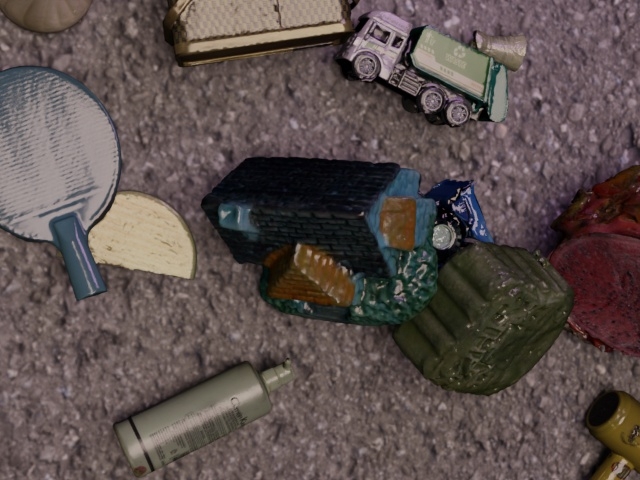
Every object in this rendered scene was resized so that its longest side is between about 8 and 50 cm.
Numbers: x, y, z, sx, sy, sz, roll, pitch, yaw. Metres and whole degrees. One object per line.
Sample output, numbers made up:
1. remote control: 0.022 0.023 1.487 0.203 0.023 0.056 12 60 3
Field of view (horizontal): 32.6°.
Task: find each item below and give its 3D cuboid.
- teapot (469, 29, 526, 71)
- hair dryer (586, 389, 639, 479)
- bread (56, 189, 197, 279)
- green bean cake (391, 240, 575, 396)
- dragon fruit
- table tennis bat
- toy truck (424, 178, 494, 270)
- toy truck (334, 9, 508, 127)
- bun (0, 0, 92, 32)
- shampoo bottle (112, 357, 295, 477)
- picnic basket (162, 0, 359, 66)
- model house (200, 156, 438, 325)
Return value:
1. teapot: 0.263 -0.285 1.648 0.083 0.057 0.067 11 126 -10
2. hair dryer: 0.435 0.378 1.721 0.135 0.090 0.278 38 89 -15
3. bread: -0.262 -0.014 1.527 0.193 0.036 0.112 10 88 -11
4. green bean cake: 0.244 0.112 1.569 0.227 0.125 0.222 14 117 -48
5. dragon fruit: 0.527 0.011 1.637 0.263 0.314 0.296 -49 129 -33
6. table tennis bat: -0.364 -0.078 1.473 0.215 0.044 0.329 -21 89 -11
7. toy truck: 0.167 0.010 1.605 0.126 0.113 0.208 39 84 -14
8. toy truck: 0.153 -0.241 1.583 0.253 0.114 0.124 27 91 -12
9. bun: -0.368 -0.346 1.449 0.138 0.094 0.138 0 91 -12
10. shampoo bottle: -0.157 0.240 1.545 0.262 0.085 0.085 -25 99 -13
11. picnic basket: -0.085 -0.324 1.471 0.267 0.165 0.139 -9 94 -4
12. model house: 0.000 0.000 1.441 0.261 0.241 0.225 3 88 23
